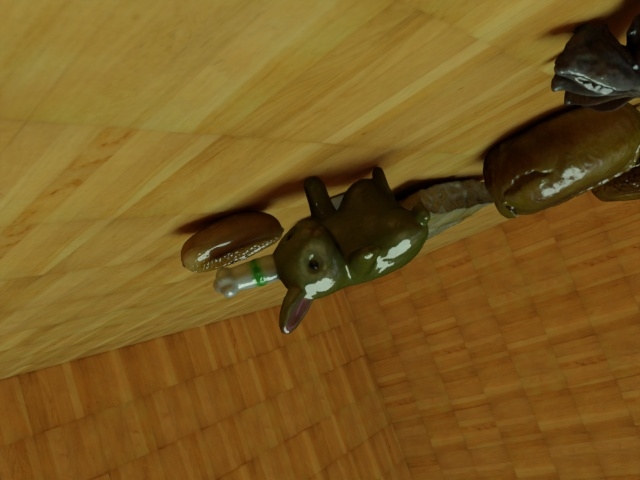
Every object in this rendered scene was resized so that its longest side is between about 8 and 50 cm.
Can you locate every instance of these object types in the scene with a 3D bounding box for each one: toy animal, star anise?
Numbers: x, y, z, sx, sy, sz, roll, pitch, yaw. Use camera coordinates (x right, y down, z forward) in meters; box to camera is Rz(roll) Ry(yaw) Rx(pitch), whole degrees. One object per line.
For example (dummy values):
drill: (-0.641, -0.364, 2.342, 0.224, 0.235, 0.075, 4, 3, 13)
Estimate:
toy animal: (0.012, 0.014, 0.918, 0.363, 0.181, 0.180, -22, 142, -27)
star anise: (0.397, -0.236, 0.698, 0.199, 0.110, 0.258, -7, 172, 32)

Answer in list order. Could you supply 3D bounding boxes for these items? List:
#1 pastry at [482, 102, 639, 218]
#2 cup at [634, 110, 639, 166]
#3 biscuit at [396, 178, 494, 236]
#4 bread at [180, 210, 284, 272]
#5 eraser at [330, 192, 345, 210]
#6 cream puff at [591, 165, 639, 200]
pastry: (0.512, -0.165, 1.164, 0.356, 0.163, 0.356, -17, 168, -4)
cup: (0.740, -0.247, 1.316, 0.177, 0.131, 0.155, -38, 171, 13)
biscuit: (0.254, -0.051, 1.470, 0.430, 0.103, 0.446, -17, 169, -38)
bread: (-0.160, -0.004, 0.973, 0.190, 0.077, 0.114, -24, 154, -17)
eraser: (0.070, -0.062, 1.195, 0.092, 0.046, 0.212, -20, 171, -1)
cream puff: (0.882, -0.217, 1.500, 0.303, 0.211, 0.303, -11, 177, -1)
